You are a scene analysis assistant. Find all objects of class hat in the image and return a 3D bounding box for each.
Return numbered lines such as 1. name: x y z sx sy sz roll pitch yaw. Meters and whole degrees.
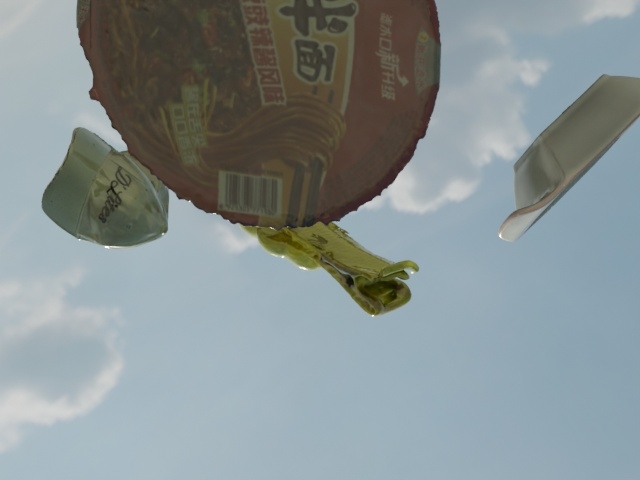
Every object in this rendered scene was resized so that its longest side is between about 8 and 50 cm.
1. hat: -0.202 -0.053 1.476 0.081 0.166 0.122 10 -112 32

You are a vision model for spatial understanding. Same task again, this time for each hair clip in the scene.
1. hair clip: 0.000 0.000 1.153 0.173 0.046 0.072 30 -150 33

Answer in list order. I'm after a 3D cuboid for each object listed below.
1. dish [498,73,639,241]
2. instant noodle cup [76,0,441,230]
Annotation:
1. dish: 0.267 -0.096 1.632 0.234 0.064 0.154 -43 174 -25
2. instant noodle cup: -0.050 -0.137 1.055 0.274 0.274 0.090 -45 -167 -23
